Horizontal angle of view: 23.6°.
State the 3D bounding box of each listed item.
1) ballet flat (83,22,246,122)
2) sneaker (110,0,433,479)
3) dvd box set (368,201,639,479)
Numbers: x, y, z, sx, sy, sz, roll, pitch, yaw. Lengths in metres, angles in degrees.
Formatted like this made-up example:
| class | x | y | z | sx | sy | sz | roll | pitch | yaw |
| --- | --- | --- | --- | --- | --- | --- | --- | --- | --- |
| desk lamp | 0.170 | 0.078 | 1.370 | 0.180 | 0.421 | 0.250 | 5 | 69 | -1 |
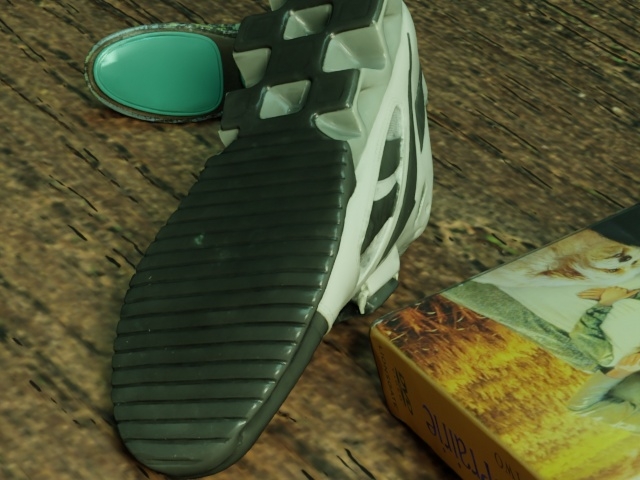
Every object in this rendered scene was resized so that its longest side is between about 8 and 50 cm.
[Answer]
| class | x | y | z | sx | sy | sz | roll | pitch | yaw |
| --- | --- | --- | --- | --- | --- | --- | --- | --- | --- |
| ballet flat | -0.069 | -0.115 | 1.025 | 0.188 | 0.070 | 0.070 | -2 | 38 | -20 |
| sneaker | 0.000 | 0.000 | 0.833 | 0.122 | 0.146 | 0.330 | 0 | 53 | 32 |
| dvd box set | 0.234 | 0.068 | 0.650 | 0.307 | 0.062 | 0.420 | -23 | 23 | -12 |
